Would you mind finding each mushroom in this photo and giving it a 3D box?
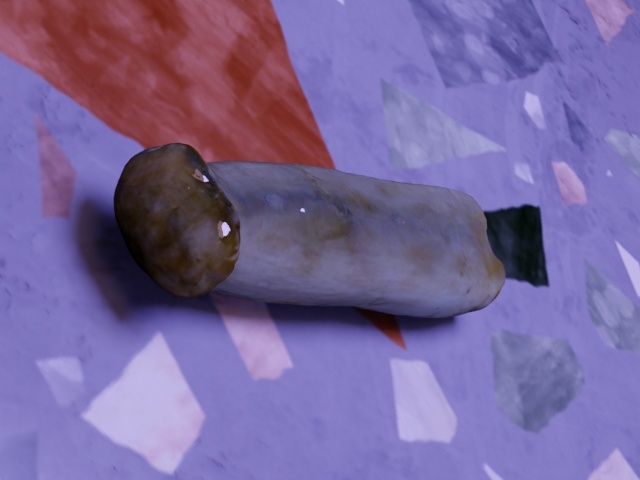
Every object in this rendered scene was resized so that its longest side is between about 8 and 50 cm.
[{"bbox_3d":[0.000,0.000,0.969,0.312,0.081,0.100,7,61,-46],"label":"mushroom"}]
